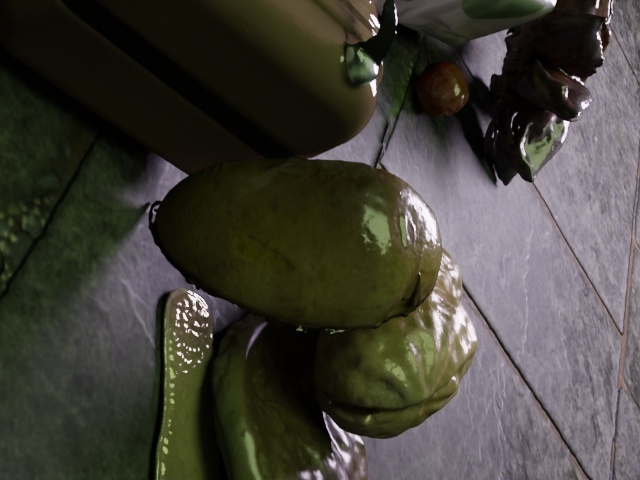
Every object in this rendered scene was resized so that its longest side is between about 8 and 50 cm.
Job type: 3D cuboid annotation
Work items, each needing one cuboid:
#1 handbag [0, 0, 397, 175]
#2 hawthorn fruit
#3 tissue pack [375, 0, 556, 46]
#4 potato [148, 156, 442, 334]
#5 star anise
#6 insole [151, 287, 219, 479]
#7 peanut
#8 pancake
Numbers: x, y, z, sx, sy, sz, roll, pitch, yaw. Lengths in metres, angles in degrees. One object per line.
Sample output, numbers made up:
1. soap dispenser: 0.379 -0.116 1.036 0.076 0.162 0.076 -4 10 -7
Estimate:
1. handbag: -0.069 -0.180 0.948 0.302 0.283 0.149 38 44 -45
2. hawthorn fruit: 0.143 -0.202 1.529 0.066 0.066 0.103 -15 76 -60
3. tissue pack: 0.111 -0.399 1.435 0.356 0.193 0.266 9 69 -55
4. potato: -0.002 -0.002 1.001 0.261 0.100 0.120 10 43 -16
5. star anise: 0.295 -0.226 1.627 0.117 0.332 0.332 16 53 -8
6. insole: -0.106 0.156 0.995 0.081 0.011 0.248 29 52 -50
7. peanut: 0.070 0.076 1.167 0.313 0.149 0.149 -81 146 -69
8. pancake: -0.018 0.167 1.087 0.242 0.050 0.242 50 28 -41
